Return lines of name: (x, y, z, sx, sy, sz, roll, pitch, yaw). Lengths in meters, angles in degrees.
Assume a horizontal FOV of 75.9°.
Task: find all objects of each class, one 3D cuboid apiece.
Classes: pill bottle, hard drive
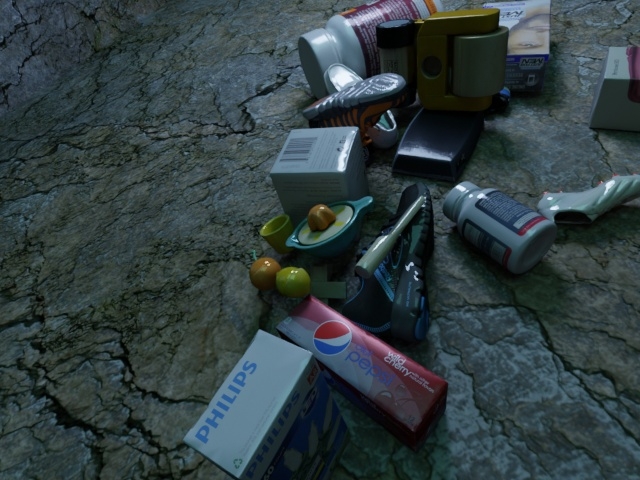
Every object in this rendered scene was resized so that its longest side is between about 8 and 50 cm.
pill bottle: (0.317, -0.032, 0.749, 0.108, 0.108, 0.180, -31, 48, -14)
pill bottle: (0.148, -0.573, 1.212, 0.392, 0.224, 0.224, -25, 47, -9)
hard drive: (0.287, -0.251, 0.995, 0.172, 0.054, 0.254, 15, 54, 27)

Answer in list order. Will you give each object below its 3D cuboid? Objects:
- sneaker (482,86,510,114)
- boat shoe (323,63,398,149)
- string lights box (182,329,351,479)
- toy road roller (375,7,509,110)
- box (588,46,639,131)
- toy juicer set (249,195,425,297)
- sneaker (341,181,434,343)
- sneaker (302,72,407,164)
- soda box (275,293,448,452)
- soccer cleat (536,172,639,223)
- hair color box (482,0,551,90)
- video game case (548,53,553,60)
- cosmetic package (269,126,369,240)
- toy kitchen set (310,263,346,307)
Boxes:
sneaker: (0.411, -0.367, 1.065, 0.152, 0.058, 0.084, 10, 43, 15)
boat shoe: (0.108, -0.361, 1.041, 0.098, 0.096, 0.277, -36, 77, -9)
string lights box: (-0.044, 0.236, 0.495, 0.077, 0.259, 0.133, 17, 55, 28)
toy road roller: (0.306, -0.465, 1.025, 0.330, 0.202, 0.240, 15, 43, 32)
box: (0.737, -0.327, 0.892, 0.232, 0.126, 0.148, 14, 54, 26)
toy juicer set: (0.000, 0.000, 0.708, 0.329, 0.089, 0.209, -12, 33, 32)
sneaker: (0.131, 0.017, 0.745, 0.140, 0.125, 0.340, 0, 46, 22)
sneaker: (0.100, -0.264, 0.955, 0.124, 0.180, 0.321, -39, 24, -22)
soda box: (0.057, 0.191, 0.625, 0.263, 0.092, 0.083, 28, 59, 34)
soccer cleat: (0.511, -0.068, 0.763, 0.196, 0.068, 0.076, -13, 51, 13)
hair color box: (0.529, -0.548, 1.141, 0.185, 0.110, 0.338, 8, 53, 21)
video game case: (0.561, -0.528, 1.201, 0.157, 0.019, 0.143, -27, 47, -9)
cosmetic package: (0.008, -0.116, 0.857, 0.151, 0.183, 0.151, 2, 49, 19)
toy kitchen set: (0.025, 0.085, 0.774, 0.068, 0.075, 0.083, -1, 88, 19)
